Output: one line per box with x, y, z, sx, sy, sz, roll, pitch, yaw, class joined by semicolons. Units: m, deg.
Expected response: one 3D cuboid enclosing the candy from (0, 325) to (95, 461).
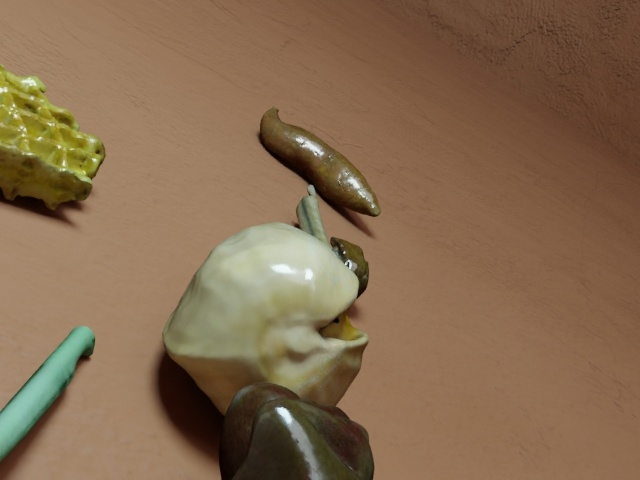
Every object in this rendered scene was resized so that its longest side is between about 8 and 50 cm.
-0.186;0.115;0.731;0.119;0.119;0.440;34;13;-5;candy

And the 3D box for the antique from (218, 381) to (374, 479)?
0.022;0.198;0.827;0.257;0.121;0.143;44;14;20;antique

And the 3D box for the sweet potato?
-0.001;-0.089;1.541;0.202;0.058;0.055;39;62;21;sweet potato

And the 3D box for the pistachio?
-0.042;0.064;1.010;0.157;0.157;0.229;33;7;-8;pistachio

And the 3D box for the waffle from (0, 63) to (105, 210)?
-0.277;-0.098;1.104;0.211;0.055;0.160;18;27;-39;waffle

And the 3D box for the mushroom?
0.000;0.000;1.334;0.061;0.060;0.187;25;19;-30;mushroom
